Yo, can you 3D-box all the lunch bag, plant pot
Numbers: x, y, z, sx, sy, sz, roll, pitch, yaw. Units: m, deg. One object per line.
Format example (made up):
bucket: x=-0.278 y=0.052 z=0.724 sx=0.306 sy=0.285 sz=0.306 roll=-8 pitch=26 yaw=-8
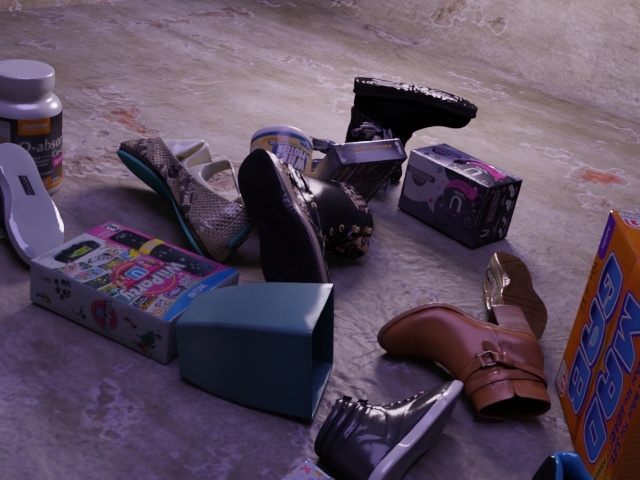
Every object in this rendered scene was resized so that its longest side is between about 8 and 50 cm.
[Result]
lunch bag: x=-0.013 y=0.356 z=1.218 sx=0.083 sy=0.053 sz=0.071 roll=36 pitch=38 yaw=26
plant pot: x=-0.108 y=0.166 z=1.442 sx=0.234 sy=0.165 sz=0.165 roll=6 pitch=26 yaw=12

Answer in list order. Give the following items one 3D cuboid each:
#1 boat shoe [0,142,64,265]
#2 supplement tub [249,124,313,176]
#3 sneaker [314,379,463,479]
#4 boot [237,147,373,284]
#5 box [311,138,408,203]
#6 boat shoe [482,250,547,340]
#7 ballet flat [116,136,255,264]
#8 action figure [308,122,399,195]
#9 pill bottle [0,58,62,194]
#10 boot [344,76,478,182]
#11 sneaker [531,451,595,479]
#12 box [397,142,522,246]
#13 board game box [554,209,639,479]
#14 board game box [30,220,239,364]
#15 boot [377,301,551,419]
boat shoe: x=-0.608 y=-0.054 z=1.760 sx=0.113 sy=0.105 sz=0.306 roll=-4 pitch=53 yaw=-45
supplement tub: x=-0.093 y=-0.141 z=1.963 sx=0.144 sy=0.144 sz=0.199 roll=6 pitch=67 yaw=-6
sneaker: x=0.105 y=0.271 z=1.357 sx=0.147 sy=0.104 sz=0.296 roll=30 pitch=38 yaw=25
boot: x=0.000 y=0.000 z=1.773 sx=0.284 sy=0.138 sz=0.377 roll=11 pitch=47 yaw=-50
box: x=0.067 y=-0.144 z=2.021 sx=0.183 sy=0.231 sz=0.056 roll=-8 pitch=65 yaw=-31
boat shoe: x=0.381 y=0.130 z=1.755 sx=0.105 sy=0.089 sz=0.285 roll=23 pitch=30 yaw=-7
ballet flat: x=-0.276 y=-0.124 z=1.916 sx=0.182 sy=0.164 sz=0.483 roll=-40 pitch=45 yaw=-7
action figure: x=0.078 y=-0.202 z=2.208 sx=0.285 sy=0.185 sz=0.099 roll=8 pitch=-4 yaw=31
pill bottle: x=-0.650 y=-0.243 z=1.921 sx=0.162 sy=0.278 sz=0.162 roll=7 pitch=28 yaw=-4
boot: x=0.221 y=-0.265 z=2.252 sx=0.348 sy=0.260 sz=0.131 roll=16 pitch=20 yaw=26
sneaker: x=0.387 y=0.418 z=1.127 sx=0.125 sy=0.139 sz=0.341 roll=-9 pitch=33 yaw=-34
box: x=0.330 y=-0.114 z=2.103 sx=0.142 sy=0.163 sz=0.247 roll=-16 pitch=36 yaw=-42
board game box: x=0.612 y=0.208 z=1.362 sx=0.356 sy=0.356 sz=0.356 roll=9 pitch=27 yaw=0
board game box: x=-0.335 y=0.084 z=1.593 sx=0.303 sy=0.097 sz=0.224 roll=21 pitch=30 yaw=20
boot: x=0.250 y=0.221 z=1.528 sx=0.283 sy=0.109 sz=0.220 roll=0 pitch=43 yaw=-5
